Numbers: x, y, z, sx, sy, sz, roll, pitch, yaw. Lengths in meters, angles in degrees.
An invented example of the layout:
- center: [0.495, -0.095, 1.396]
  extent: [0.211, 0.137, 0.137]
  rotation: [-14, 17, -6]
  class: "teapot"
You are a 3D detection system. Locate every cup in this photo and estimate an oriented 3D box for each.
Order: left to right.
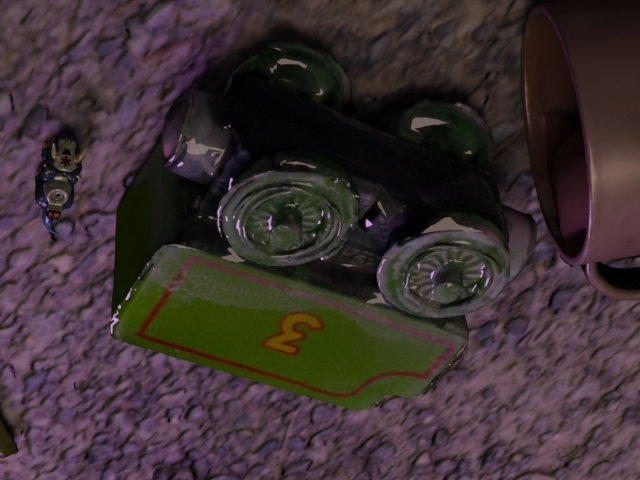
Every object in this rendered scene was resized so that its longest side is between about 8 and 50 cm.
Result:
- center: [0.268, -0.065, 1.208]
  extent: [0.200, 0.191, 0.253]
  rotation: [-8, 126, -5]
  class: "cup"

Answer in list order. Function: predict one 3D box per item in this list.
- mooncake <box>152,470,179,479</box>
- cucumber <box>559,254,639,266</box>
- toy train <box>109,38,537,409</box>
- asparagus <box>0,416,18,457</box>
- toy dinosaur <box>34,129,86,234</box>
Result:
- center: [-0.268, 0.266, 1.514]
  extent: [0.347, 0.057, 0.150]
  rotation: [-22, 142, 19]
  class: "mooncake"
- center: [0.258, -0.026, 1.327]
  extent: [0.115, 0.062, 0.116]
  rotation: [-8, 132, -6]
  class: "cucumber"
- center: [0.000, 0.000, 1.247]
  extent: [0.307, 0.173, 0.249]
  rotation: [18, 132, -22]
  class: "toy train"
- center: [-0.314, 0.101, 1.382]
  extent: [0.024, 0.025, 0.248]
  rotation: [16, 143, 37]
  class: "asparagus"
- center: [-0.202, -0.046, 1.257]
  extent: [0.031, 0.047, 0.083]
  rotation: [10, 127, -17]
  class: "toy dinosaur"
